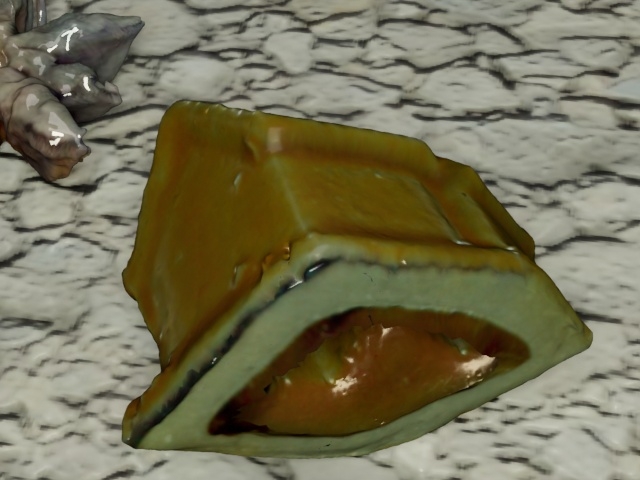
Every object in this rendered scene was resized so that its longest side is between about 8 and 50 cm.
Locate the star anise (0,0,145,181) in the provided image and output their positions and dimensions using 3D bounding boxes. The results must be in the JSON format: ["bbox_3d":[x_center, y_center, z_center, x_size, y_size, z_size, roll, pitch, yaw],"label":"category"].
[{"bbox_3d":[-0.239,-0.124,0.848,0.229,0.093,0.236,-28,57,-14],"label":"star anise"}]

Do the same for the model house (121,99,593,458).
[{"bbox_3d":[0.007,0.005,0.726,0.268,0.173,0.239,9,37,-28],"label":"model house"}]
